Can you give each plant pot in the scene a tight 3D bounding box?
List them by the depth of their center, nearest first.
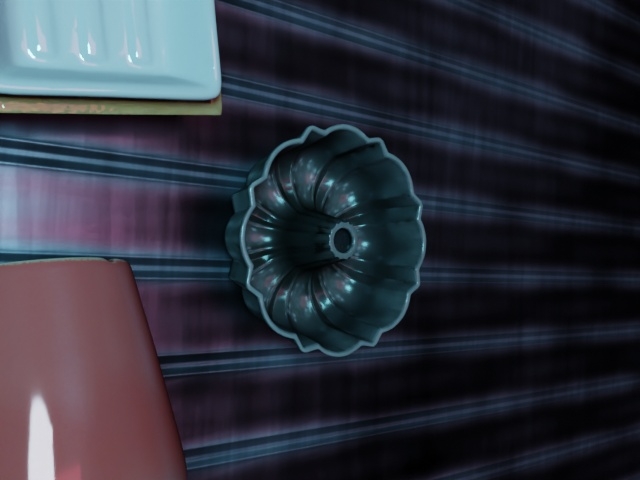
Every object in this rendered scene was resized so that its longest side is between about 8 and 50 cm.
[{"bbox_3d":[-0.283,0.151,0.612,0.274,0.275,0.243,-3,82,-35],"label":"plant pot"}]

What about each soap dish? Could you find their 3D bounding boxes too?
[{"bbox_3d":[-0.266,-0.259,0.695,0.290,0.118,0.229,-8,95,-36],"label":"soap dish"}]

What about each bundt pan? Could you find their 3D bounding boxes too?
[{"bbox_3d":[0.000,0.000,0.883,0.330,0.124,0.331,0,90,-35],"label":"bundt pan"}]
